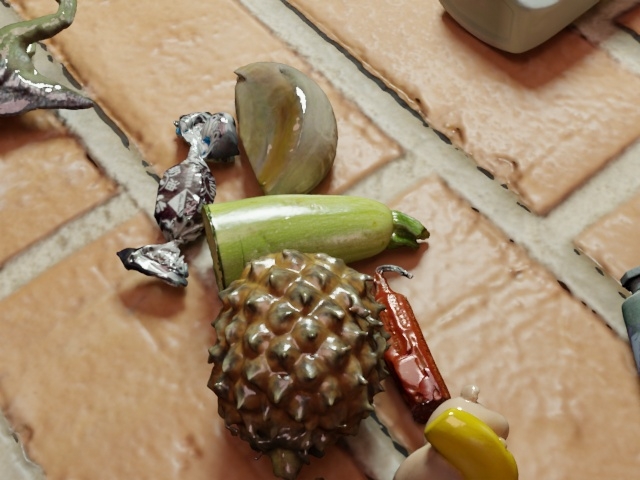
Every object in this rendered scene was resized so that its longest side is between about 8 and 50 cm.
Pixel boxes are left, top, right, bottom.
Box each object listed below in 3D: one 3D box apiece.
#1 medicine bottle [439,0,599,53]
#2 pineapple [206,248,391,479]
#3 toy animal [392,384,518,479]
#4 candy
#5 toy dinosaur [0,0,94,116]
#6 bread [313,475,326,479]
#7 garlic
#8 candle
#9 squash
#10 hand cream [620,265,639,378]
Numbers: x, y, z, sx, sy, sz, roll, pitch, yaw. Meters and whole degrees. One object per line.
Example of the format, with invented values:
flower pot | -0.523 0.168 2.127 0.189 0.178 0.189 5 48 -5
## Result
medicine bottle | 0.285 -0.349 1.110 0.296 0.111 0.161 -39 63 -18
pineapple | -0.019 0.108 0.791 0.166 0.166 0.193 2 59 6
toy animal | 0.117 0.181 0.787 0.091 0.114 0.082 26 24 -4
candy | -0.142 -0.048 0.975 0.094 0.051 0.226 -1 53 16
toy dinosaur | -0.391 -0.199 1.084 0.294 0.077 0.162 -3 58 20
bread | 0.020 0.276 0.733 0.136 0.054 0.154 18 64 17
garlic | -0.036 -0.127 0.998 0.101 0.087 0.196 -21 58 5
candle | 0.077 0.086 0.862 0.053 0.048 0.162 3 48 -30
squash | 0.000 0.000 0.918 0.224 0.094 0.094 -6 55 -11
hand cream | 0.318 0.140 0.811 0.088 0.055 0.256 -10 62 3
